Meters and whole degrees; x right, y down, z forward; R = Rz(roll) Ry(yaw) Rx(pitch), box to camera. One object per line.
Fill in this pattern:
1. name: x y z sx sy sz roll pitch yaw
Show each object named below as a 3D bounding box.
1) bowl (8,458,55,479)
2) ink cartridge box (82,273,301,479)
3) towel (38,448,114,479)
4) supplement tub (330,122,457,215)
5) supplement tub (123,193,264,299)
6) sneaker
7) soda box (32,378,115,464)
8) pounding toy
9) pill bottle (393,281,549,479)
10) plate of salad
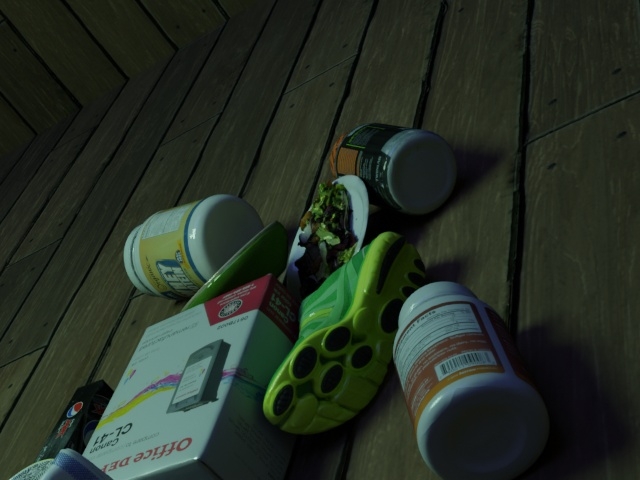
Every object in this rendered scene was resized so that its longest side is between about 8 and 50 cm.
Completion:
1. bowl: -0.363 0.365 1.402 0.170 0.080 0.170 -31 26 17
2. ink cartridge box: -0.141 0.209 1.314 0.226 0.131 0.306 -23 27 29
3. towel: -0.240 0.367 1.076 0.034 0.209 0.285 -28 25 45
4. supplement tub: 0.095 -0.103 1.552 0.117 0.117 0.190 -43 25 -12
5. supplement tub: -0.194 0.015 1.710 0.199 0.144 0.144 -13 34 44
6. sneaker: 0.024 0.117 1.305 0.123 0.109 0.295 -30 18 52
7. soda box: -0.340 0.276 1.561 0.060 0.053 0.169 -21 30 32
8. pounding toy: -0.100 0.088 1.506 0.237 0.110 0.183 -46 -2 41
9. pill bottle: 0.137 0.129 1.081 0.121 0.121 0.216 -33 24 10
10. plate of salad: 0.000 0.000 1.513 0.200 0.048 0.200 -42 35 40
